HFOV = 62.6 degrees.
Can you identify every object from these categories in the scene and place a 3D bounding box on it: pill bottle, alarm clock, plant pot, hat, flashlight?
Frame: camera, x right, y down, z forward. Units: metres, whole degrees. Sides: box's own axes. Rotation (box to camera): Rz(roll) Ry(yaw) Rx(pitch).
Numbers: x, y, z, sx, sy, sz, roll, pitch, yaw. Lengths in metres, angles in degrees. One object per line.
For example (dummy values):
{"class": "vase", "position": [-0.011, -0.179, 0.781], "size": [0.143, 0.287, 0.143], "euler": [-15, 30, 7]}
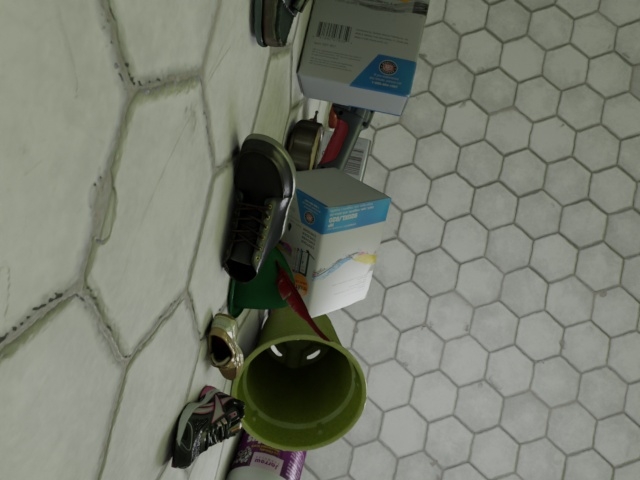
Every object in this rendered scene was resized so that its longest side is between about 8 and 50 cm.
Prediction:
{"class": "pill bottle", "position": [-0.129, 0.547, 1.263], "size": [0.301, 0.169, 0.169], "euler": [-72, 173, -55]}
{"class": "alarm clock", "position": [-0.040, -0.174, 1.100], "size": [0.129, 0.064, 0.192], "euler": [97, 5, -50]}
{"class": "plant pot", "position": [-0.050, 0.272, 1.178], "size": [0.254, 0.276, 0.276], "euler": [-100, -160, -70]}
{"class": "hat", "position": [-0.048, 0.078, 0.915], "size": [0.173, 0.183, 0.209], "euler": [93, 11, -64]}
{"class": "flashlight", "position": [0.023, -0.211, 1.229], "size": [0.103, 0.103, 0.304], "euler": [14, 101, -53]}

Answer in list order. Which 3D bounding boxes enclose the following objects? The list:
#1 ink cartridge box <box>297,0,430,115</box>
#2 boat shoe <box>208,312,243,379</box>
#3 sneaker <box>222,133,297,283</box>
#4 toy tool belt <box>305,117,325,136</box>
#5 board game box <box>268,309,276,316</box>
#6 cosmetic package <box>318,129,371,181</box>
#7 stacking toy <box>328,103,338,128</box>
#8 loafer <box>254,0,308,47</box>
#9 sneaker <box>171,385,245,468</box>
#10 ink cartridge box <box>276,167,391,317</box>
{"class": "ink cartridge box", "position": [0.098, -0.439, 1.078], "size": [0.129, 0.223, 0.308], "euler": [60, 42, -84]}
{"class": "boat shoe", "position": [-0.150, 0.172, 0.805], "size": [0.045, 0.050, 0.135], "euler": [-67, 159, -50]}
{"class": "sneaker", "position": [-0.090, -0.036, 0.748], "size": [0.222, 0.083, 0.118], "euler": [93, 14, -50]}
{"class": "toy tool belt", "position": [-0.015, -0.256, 1.264], "size": [0.083, 0.052, 0.051], "euler": [55, 39, -83]}
{"class": "board game box", "position": [-0.061, 0.126, 1.337], "size": [0.145, 0.027, 0.281], "euler": [-17, 131, -34]}
{"class": "cosmetic package", "position": [0.073, -0.263, 1.684], "size": [0.184, 0.151, 0.151], "euler": [-50, 153, -79]}
{"class": "stacking toy", "position": [0.120, -0.519, 1.724], "size": [0.279, 0.130, 0.309], "euler": [42, 60, -85]}
{"class": "loafer", "position": [-0.022, -0.375, 0.656], "size": [0.096, 0.084, 0.268], "euler": [-58, 159, -78]}
{"class": "sneaker", "position": [-0.156, 0.268, 0.772], "size": [0.178, 0.077, 0.072], "euler": [-58, 158, -75]}
{"class": "ink cartridge box", "position": [0.000, 0.000, 1.026], "size": [0.168, 0.171, 0.233], "euler": [-13, 124, -40]}
